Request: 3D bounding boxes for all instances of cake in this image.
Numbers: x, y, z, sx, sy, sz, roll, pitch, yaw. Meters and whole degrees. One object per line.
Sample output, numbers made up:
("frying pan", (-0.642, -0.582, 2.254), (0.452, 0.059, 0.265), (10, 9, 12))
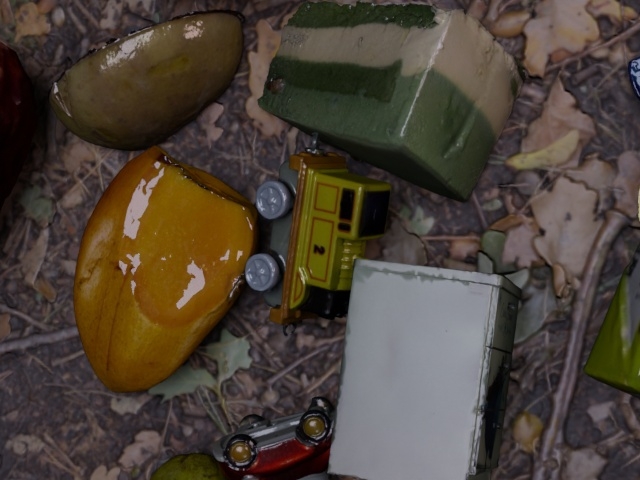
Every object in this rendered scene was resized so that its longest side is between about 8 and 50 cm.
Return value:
("cake", (0.044, -0.175, 1.083), (0.283, 0.172, 0.158), (25, 88, 22))

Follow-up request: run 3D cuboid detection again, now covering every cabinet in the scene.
("cabinet", (0.107, 0.135, 1.025), (0.150, 0.145, 0.206), (6, 84, 18))

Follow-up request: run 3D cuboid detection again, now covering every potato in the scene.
("potato", (-0.201, -0.169, 1.190), (0.261, 0.120, 0.100), (-23, 82, 14))

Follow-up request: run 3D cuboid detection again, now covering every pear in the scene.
("pear", (-0.141, 0.288, 1.101), (0.107, 0.107, 0.131), (12, 69, 19))

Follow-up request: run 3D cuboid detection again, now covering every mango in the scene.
("mango", (-0.184, 0.040, 1.141), (0.187, 0.138, 0.257), (33, 96, 3))

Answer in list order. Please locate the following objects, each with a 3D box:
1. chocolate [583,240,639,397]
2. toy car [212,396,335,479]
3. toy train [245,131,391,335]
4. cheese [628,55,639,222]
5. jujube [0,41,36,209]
("chocolate", (0.424, 0.054, 0.897), (0.300, 0.137, 0.289), (23, 97, 7))
("toy car", (-0.032, 0.234, 1.084), (0.139, 0.112, 0.112), (-17, 92, 5))
("toy train", (0.000, 0.000, 1.084), (0.127, 0.089, 0.219), (14, 101, 31))
("cheese", (0.376, -0.075, 1.012), (0.156, 0.064, 0.250), (-18, 79, 14))
("jujube", (-0.456, -0.079, 1.217), (0.216, 0.216, 0.342), (16, 95, 19))
